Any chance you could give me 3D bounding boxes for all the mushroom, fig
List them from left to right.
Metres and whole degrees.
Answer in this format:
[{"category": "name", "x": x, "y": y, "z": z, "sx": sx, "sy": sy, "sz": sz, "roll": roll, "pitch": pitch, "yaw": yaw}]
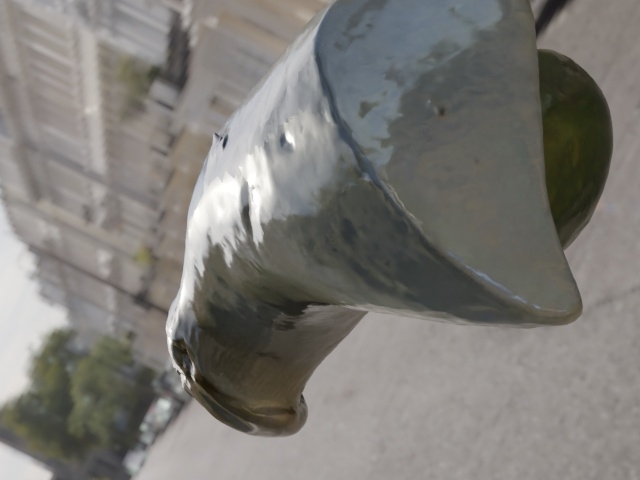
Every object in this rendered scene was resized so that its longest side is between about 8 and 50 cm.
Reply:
[{"category": "mushroom", "x": 0.000, "y": 0.000, "z": 0.839, "sx": 0.397, "sy": 0.126, "sz": 0.177, "roll": 142, "pitch": 117, "yaw": -67}, {"category": "fig", "x": 0.114, "y": -0.028, "z": 1.121, "sx": 0.167, "sy": 0.167, "sz": 0.233, "roll": 123, "pitch": 167, "yaw": -72}]
